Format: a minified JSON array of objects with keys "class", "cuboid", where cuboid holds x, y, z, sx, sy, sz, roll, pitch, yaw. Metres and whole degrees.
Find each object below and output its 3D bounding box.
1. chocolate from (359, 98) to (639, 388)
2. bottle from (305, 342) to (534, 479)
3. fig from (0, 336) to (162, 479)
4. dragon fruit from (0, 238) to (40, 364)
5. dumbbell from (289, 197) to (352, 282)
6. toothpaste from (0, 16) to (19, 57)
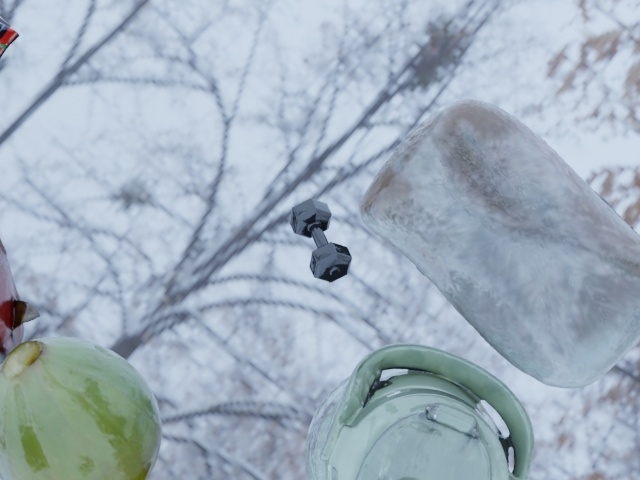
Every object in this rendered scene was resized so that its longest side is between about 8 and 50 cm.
[{"class":"chocolate","cuboid":[0.192,0.000,1.492,0.303,0.185,0.100,42,-2,5]},{"class":"bottle","cuboid":[0.092,0.217,1.538,0.229,0.229,0.352,38,-4,2]},{"class":"fig","cuboid":[-0.298,0.207,1.827,0.207,0.207,0.230,-6,-67,50]},{"class":"dragon fruit","cuboid":[-0.429,0.008,1.821,0.343,0.100,0.282,60,-7,-22]},{"class":"dumbbell","cuboid":[0.000,0.000,1.417,0.040,0.083,0.036,19,-56,-38]},{"class":"toothpaste","cuboid":[-0.423,-0.277,1.727,0.193,0.045,0.071,41,-39,-10]}]
